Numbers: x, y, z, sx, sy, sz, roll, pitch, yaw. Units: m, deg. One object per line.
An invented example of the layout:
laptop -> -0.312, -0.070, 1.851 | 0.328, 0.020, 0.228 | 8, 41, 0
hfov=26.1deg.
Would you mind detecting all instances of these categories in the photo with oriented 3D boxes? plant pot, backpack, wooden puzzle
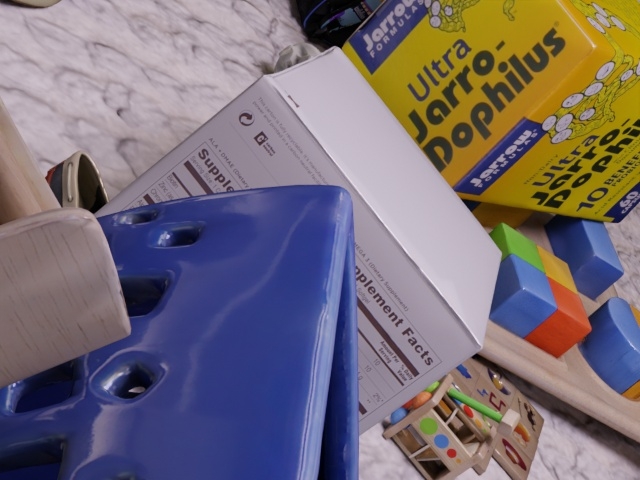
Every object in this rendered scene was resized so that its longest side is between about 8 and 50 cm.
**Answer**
plant pot -> -0.098, 0.127, 0.514 | 0.212, 0.236, 0.236 | 4, 32, 5
backpack -> 0.074, -0.270, 1.426 | 0.158, 0.173, 0.117 | 25, 35, -40
wooden puzzle -> 0.230, 0.034, 1.363 | 0.348, 0.080, 0.322 | 34, 27, -31

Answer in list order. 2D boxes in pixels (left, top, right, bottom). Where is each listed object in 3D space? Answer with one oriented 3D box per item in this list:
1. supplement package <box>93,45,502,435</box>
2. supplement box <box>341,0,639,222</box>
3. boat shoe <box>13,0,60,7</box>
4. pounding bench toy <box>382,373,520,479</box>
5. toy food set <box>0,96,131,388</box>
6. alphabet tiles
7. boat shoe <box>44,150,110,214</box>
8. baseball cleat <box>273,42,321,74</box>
supplement package -> 0.000, 0.000, 0.918 | 0.204, 0.145, 0.262 | 51, 16, -3
supplement box -> 0.228, -0.159, 1.346 | 0.356, 0.194, 0.195 | 5, 45, -52
boat shoe -> -0.190, -0.249, 1.066 | 0.104, 0.089, 0.285 | 52, 26, 3
pounding bench toy -> 0.099, 0.132, 1.026 | 0.065, 0.083, 0.052 | 51, 26, -1
toy food set -> -0.206, -0.012, 0.468 | 0.306, 0.219, 0.092 | -133, -156, -59
alphabet tiles -> 0.105, 0.094, 1.176 | 0.237, 0.009, 0.198 | 49, 25, -4
boat shoe -> -0.139, 0.008, 0.858 | 0.049, 0.043, 0.137 | 13, 45, -55
baseball cleat -> 0.018, -0.089, 1.211 | 0.109, 0.072, 0.206 | 35, 32, -42
